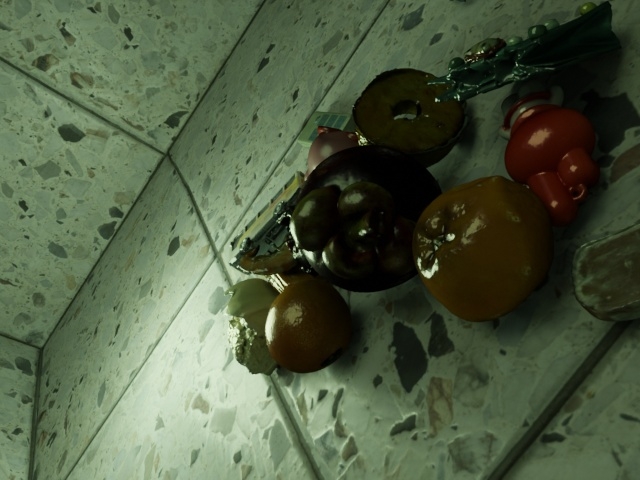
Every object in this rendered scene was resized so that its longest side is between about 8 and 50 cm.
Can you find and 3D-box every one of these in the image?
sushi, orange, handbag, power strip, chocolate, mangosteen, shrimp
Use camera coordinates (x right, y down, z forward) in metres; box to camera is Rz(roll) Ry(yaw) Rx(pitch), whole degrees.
[{"bbox_3d":[0.000,0.000,1.453,0.153,0.172,0.151,-50,39,43],"label":"sushi"},{"bbox_3d":[0.260,0.018,0.998,0.249,0.183,0.249,179,90,-66],"label":"orange"},{"bbox_3d":[0.378,-0.348,1.122,0.274,0.100,0.268,-24,12,-31],"label":"handbag"},{"bbox_3d":[0.019,-0.330,1.833,0.118,0.046,0.270,-61,30,-2],"label":"power strip"},{"bbox_3d":[-0.027,0.190,1.320,0.206,0.206,0.206,-36,38,34],"label":"orange"},{"bbox_3d":[0.476,0.033,0.815,0.254,0.080,0.157,-31,26,37],"label":"chocolate"},{"bbox_3d":[0.091,-0.038,1.194,0.307,0.307,0.347,-49,-1,18],"label":"mangosteen"},{"bbox_3d":[-0.106,0.010,1.582,0.168,0.058,0.296,1,29,21],"label":"shrimp"}]

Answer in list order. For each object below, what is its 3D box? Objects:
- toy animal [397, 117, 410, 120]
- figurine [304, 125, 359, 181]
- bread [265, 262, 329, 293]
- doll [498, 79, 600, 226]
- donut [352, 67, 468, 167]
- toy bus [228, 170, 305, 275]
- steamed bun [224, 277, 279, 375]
[{"bbox_3d":[0.151,-0.260,1.489,0.093,0.214,0.186,-17,20,38],"label":"toy animal"},{"bbox_3d":[0.048,-0.202,1.570,0.173,0.173,0.173,-36,38,34],"label":"figurine"},{"bbox_3d":[-0.067,0.095,1.539,0.200,0.115,0.077,38,121,59],"label":"bread"},{"bbox_3d":[0.395,-0.156,1.050,0.161,0.129,0.291,-36,46,31],"label":"doll"},{"bbox_3d":[0.194,-0.263,1.356,0.107,0.271,0.272,91,-175,-56],"label":"donut"},{"bbox_3d":[-0.141,-0.049,1.776,0.342,0.097,0.138,-44,32,24],"label":"toy bus"},{"bbox_3d":[-0.178,0.204,1.547,0.200,0.170,0.225,-63,29,6],"label":"steamed bun"}]
